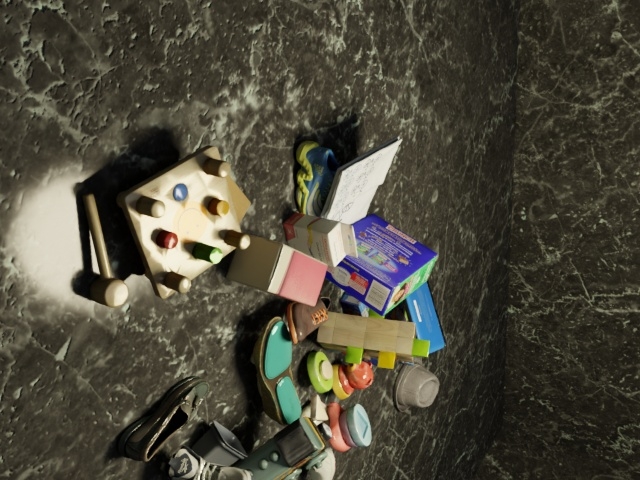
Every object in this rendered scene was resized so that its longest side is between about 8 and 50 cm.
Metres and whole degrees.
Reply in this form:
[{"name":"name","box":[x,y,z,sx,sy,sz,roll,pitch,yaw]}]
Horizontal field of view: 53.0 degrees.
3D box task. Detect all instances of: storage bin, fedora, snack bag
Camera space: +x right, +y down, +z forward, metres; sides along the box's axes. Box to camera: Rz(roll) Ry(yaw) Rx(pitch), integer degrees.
[{"name":"storage bin","box":[-0.272,0.542,1.677,0.091,0.098,0.135,-39,139,-6]},{"name":"fedora","box":[0.418,0.615,2.701,0.275,0.124,0.244,16,87,-57]},{"name":"snack bag","box":[0.099,-0.128,1.916,0.323,0.037,0.343,-34,155,-45]}]

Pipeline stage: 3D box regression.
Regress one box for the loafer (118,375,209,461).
[{"name":"loafer","box":[-0.347,0.425,1.514,0.267,0.084,0.096,-39,131,-44]}]

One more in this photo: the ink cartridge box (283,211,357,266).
[{"name":"ink cartridge box","box":[0.000,0.000,1.791,0.067,0.198,0.115,-45,135,-40]}]

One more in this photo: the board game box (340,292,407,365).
[{"name":"board game box","box":[0.197,0.250,2.285,0.233,0.078,0.347,-54,141,-32]}]

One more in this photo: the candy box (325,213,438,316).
[{"name":"candy box","box":[0.178,0.066,2.006,0.317,0.268,0.122,-29,146,-50]}]

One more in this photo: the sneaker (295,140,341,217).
[{"name":"sneaker","box":[-0.001,-0.157,1.801,0.091,0.126,0.240,-38,130,-44]}]

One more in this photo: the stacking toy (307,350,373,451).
[{"name":"stacking toy","box":[0.080,0.486,2.028,0.279,0.130,0.309,50,28,-45]}]

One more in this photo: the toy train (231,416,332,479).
[{"name":"toy train","box":[-0.123,0.604,1.756,0.333,0.142,0.190,-34,156,2]}]

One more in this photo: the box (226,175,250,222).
[{"name":"box","box":[-0.256,-0.085,1.538,0.165,0.021,0.201,-62,144,-22]}]

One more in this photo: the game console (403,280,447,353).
[{"name":"game console","box":[0.311,0.252,2.241,0.250,0.173,0.293,-5,77,-52]}]

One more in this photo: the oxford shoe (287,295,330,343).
[{"name":"oxford shoe","box":[-0.031,0.210,1.815,0.271,0.098,0.097,-63,142,-71]}]

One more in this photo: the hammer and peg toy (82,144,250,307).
[{"name":"hammer and peg toy","box":[-0.320,-0.020,1.341,0.361,0.127,0.266,-38,129,-38]}]

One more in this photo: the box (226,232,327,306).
[{"name":"box","box":[-0.111,0.081,1.697,0.232,0.148,0.127,27,79,-56]}]

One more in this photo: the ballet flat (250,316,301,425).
[{"name":"ballet flat","box":[-0.137,0.361,1.787,0.123,0.123,0.349,-37,126,-45]}]

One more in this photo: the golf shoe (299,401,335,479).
[{"name":"golf shoe","box":[-0.033,0.670,2.069,0.140,0.115,0.307,-18,107,-44]}]

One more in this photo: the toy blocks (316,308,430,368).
[{"name":"toy blocks","box":[0.155,0.315,2.036,0.261,0.380,0.191,63,35,-69]}]

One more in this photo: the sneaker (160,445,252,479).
[{"name":"sneaker","box":[-0.287,0.560,1.535,0.153,0.234,0.094,48,52,-38]}]
